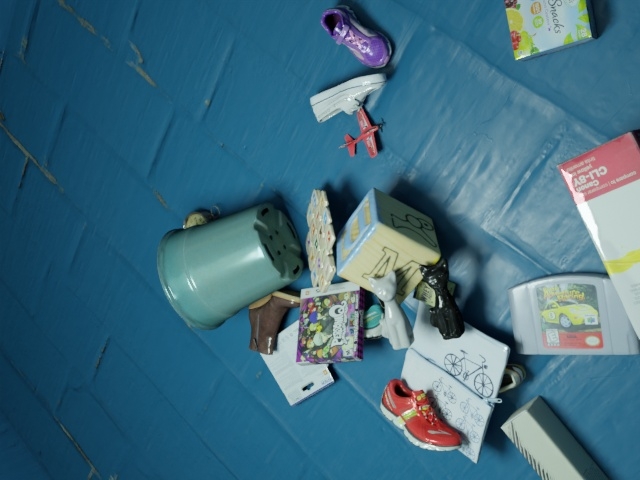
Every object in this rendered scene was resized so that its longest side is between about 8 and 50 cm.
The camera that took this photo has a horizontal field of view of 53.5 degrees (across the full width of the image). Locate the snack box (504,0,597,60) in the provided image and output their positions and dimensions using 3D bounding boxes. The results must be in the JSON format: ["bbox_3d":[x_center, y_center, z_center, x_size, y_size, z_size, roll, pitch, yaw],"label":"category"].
[{"bbox_3d":[0.517,-0.535,1.442,0.174,0.070,0.207,-9,95,36],"label":"snack box"}]

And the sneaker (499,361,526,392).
[{"bbox_3d":[0.438,0.364,1.658,0.185,0.084,0.070,-25,85,35],"label":"sneaker"}]

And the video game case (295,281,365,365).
[{"bbox_3d":[0.030,0.240,1.840,0.210,0.042,0.232,-12,62,32],"label":"video game case"}]

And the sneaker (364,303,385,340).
[{"bbox_3d":[0.074,0.247,1.895,0.275,0.107,0.110,-10,74,31],"label":"sneaker"}]

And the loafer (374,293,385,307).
[{"bbox_3d":[0.176,0.131,1.814,0.056,0.050,0.148,-37,78,33],"label":"loafer"}]

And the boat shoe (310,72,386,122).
[{"bbox_3d":[0.084,-0.394,1.763,0.258,0.095,0.084,-11,97,46],"label":"boat shoe"}]

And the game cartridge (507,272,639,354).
[{"bbox_3d":[0.604,0.177,1.530,0.294,0.060,0.196,-8,91,35],"label":"game cartridge"}]

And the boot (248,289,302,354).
[{"bbox_3d":[-0.142,0.261,2.016,0.248,0.090,0.207,0,86,49],"label":"boot"}]

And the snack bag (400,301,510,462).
[{"bbox_3d":[0.342,0.362,1.695,0.323,0.037,0.343,32,117,47],"label":"snack bag"}]

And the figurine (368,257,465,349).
[{"bbox_3d":[0.239,0.155,1.601,0.214,0.092,0.210,-13,115,10],"label":"figurine"}]

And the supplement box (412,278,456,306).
[{"bbox_3d":[0.306,0.134,1.704,0.083,0.083,0.056,21,111,30],"label":"supplement box"}]

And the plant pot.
[{"bbox_3d":[-0.254,0.062,1.937,0.334,0.341,0.341,-23,86,23],"label":"plant pot"}]

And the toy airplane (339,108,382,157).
[{"bbox_3d":[0.116,-0.289,1.786,0.151,0.028,0.151,-1,88,37],"label":"toy airplane"}]

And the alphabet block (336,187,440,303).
[{"bbox_3d":[0.172,0.014,1.663,0.197,0.192,0.193,27,122,-15],"label":"alphabet block"}]

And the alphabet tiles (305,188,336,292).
[{"bbox_3d":[0.000,0.000,1.818,0.278,0.021,0.284,108,156,-54],"label":"alphabet tiles"}]

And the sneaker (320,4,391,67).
[{"bbox_3d":[0.087,-0.551,1.713,0.236,0.104,0.095,45,119,18],"label":"sneaker"}]

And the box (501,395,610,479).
[{"bbox_3d":[0.586,0.535,1.574,0.275,0.113,0.094,52,124,17],"label":"box"}]

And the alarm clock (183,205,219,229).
[{"bbox_3d":[-0.395,-0.049,2.163,0.192,0.064,0.129,-46,73,34],"label":"alarm clock"}]

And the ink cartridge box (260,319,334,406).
[{"bbox_3d":[-0.072,0.391,2.036,0.223,0.045,0.224,-37,79,34],"label":"ink cartridge box"}]

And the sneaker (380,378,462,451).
[{"bbox_3d":[0.263,0.461,1.695,0.279,0.107,0.118,27,110,47],"label":"sneaker"}]

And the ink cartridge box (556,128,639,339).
[{"bbox_3d":[0.671,-0.024,1.304,0.160,0.279,0.385,-27,83,36],"label":"ink cartridge box"}]
